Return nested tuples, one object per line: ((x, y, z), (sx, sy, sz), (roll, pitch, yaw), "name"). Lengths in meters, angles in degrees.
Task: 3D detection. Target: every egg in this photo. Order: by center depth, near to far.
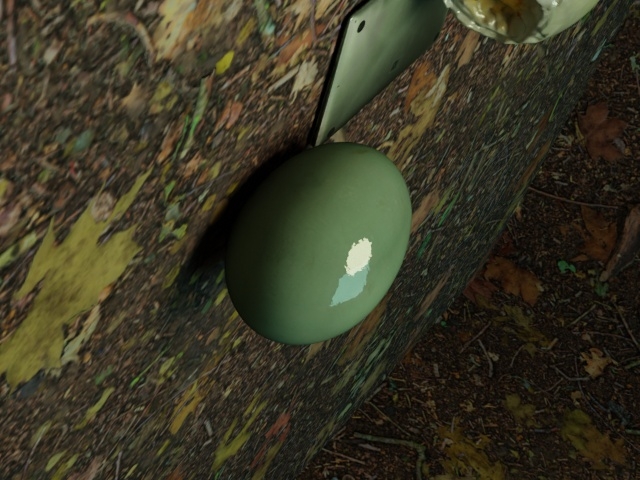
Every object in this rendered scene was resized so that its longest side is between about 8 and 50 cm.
((0.000, 0.000, 1.157), (0.231, 0.168, 0.168), (-55, 168, -26), "egg")
((0.219, -0.313, 1.167), (0.183, 0.183, 0.217), (87, 27, -69), "egg")

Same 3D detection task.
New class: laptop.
((0.083, -0.227, 1.243), (0.269, 0.015, 0.188), (-45, 162, -38), "laptop")
